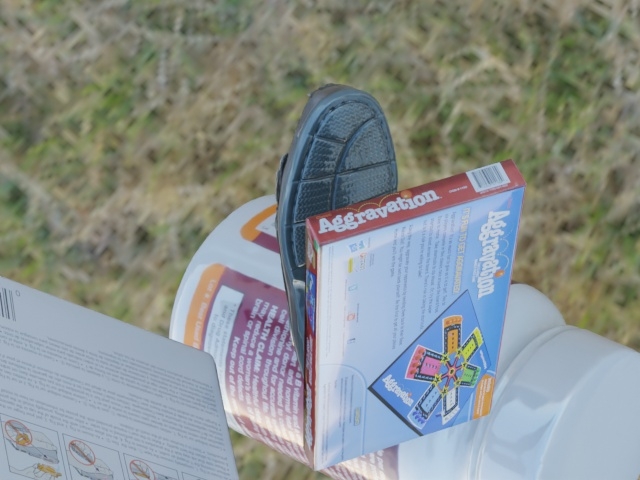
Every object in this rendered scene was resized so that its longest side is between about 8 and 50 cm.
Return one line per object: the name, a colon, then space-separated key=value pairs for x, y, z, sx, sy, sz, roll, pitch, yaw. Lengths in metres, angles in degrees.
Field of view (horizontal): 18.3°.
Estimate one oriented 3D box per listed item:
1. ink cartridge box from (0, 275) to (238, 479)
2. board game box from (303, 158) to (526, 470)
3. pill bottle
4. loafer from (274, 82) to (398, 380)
ink cartridge box: x=-0.189 y=0.153 z=1.480 sx=0.296 sy=0.261 sz=0.066 roll=23 pitch=124 yaw=-35
board game box: x=0.059 y=0.058 z=1.368 sx=0.145 sy=0.027 sz=0.281 roll=-15 pitch=145 yaw=-13
pill bottle: x=0.078 y=0.118 z=1.729 sx=0.392 sy=0.224 sz=0.224 roll=22 pitch=135 yaw=35
loafer: x=0.000 y=0.000 z=1.508 sx=0.084 sy=0.096 sz=0.267 roll=42 pitch=139 yaw=53
